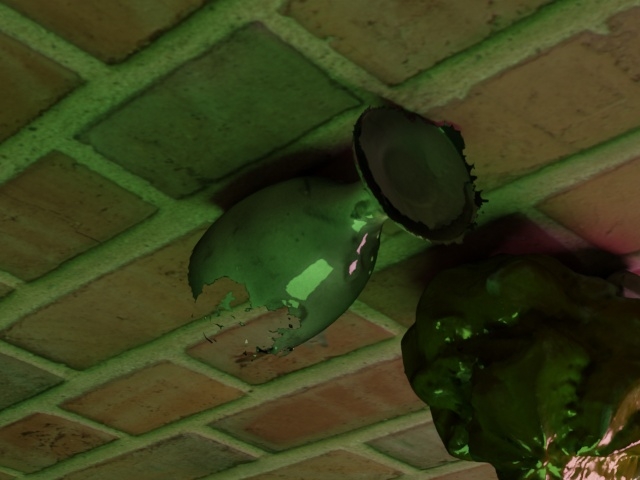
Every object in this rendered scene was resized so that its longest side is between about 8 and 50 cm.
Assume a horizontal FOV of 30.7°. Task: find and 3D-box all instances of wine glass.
[{"bbox_3d":[0.003,-0.004,1.326,0.190,0.190,0.357,25,138,-31],"label":"wine glass"}]

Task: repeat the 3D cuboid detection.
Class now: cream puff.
[{"bbox_3d":[0.258,0.195,1.448,0.378,0.275,0.378,22,140,20],"label":"cream puff"}]

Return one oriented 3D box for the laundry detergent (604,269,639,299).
[{"bbox_3d":[0.363,0.133,1.596,0.143,0.094,0.290,21,146,-10],"label":"laundry detergent"}]
